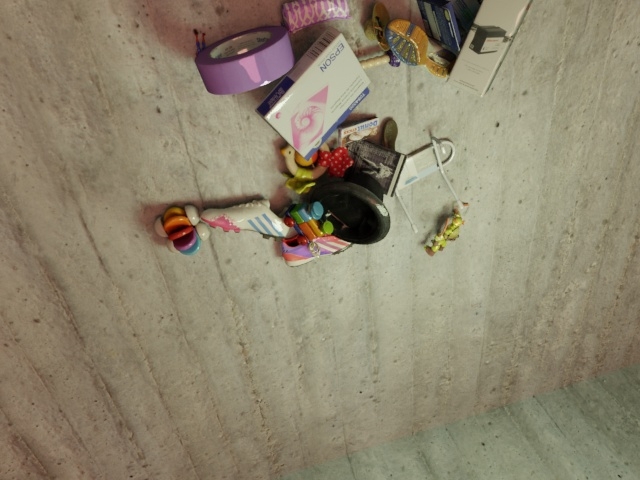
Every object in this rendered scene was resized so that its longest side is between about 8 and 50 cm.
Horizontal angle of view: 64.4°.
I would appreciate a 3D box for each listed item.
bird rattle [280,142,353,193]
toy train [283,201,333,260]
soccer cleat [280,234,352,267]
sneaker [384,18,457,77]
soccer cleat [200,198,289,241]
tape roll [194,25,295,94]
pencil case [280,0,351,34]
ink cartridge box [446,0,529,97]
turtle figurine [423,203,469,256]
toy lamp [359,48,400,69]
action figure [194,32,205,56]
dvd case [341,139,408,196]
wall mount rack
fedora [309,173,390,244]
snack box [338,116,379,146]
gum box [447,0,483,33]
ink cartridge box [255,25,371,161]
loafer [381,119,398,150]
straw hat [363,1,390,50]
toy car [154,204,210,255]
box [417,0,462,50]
[{"bbox_3d":[-0.026,-0.277,1.773,0.253,0.143,0.207,-32,110,1],"label":"bird rattle"},{"bbox_3d":[-0.010,-0.031,1.848,0.143,0.105,0.248,-12,121,43],"label":"toy train"},{"bbox_3d":[0.000,0.000,1.975,0.318,0.108,0.116,-19,122,-2],"label":"soccer cleat"},{"bbox_3d":[0.302,-0.620,1.639,0.296,0.131,0.112,20,115,-35],"label":"sneaker"},{"bbox_3d":[-0.262,-0.096,1.834,0.331,0.116,0.143,11,102,-26],"label":"soccer cleat"},{"bbox_3d":[-0.214,-0.518,1.454,0.275,0.275,0.090,-21,127,-4],"label":"tape roll"},{"bbox_3d":[-0.018,-0.684,1.522,0.206,0.086,0.088,-18,92,-4],"label":"pencil case"},{"bbox_3d":[0.532,-0.629,1.595,0.129,0.223,0.307,28,119,12],"label":"ink cartridge box"},{"bbox_3d":[0.529,-0.034,2.091,0.087,0.269,0.217,39,136,8],"label":"turtle figurine"},{"bbox_3d":[0.120,-0.569,1.653,0.274,0.080,0.080,-19,126,-9],"label":"toy lamp"},{"bbox_3d":[-0.358,-0.562,1.532,0.038,0.030,0.115,-11,127,-17],"label":"action figure"},{"bbox_3d":[0.185,-0.268,1.834,0.221,0.018,0.164,22,119,11],"label":"dvd case"},{"bbox_3d":[0.392,-0.215,1.940,0.350,0.130,0.304,-27,126,2],"label":"wall mount rack"},{"bbox_3d":[0.127,-0.132,1.833,0.152,0.334,0.334,-58,133,-30],"label":"fedora"},{"bbox_3d":[0.133,-0.380,1.771,0.178,0.022,0.064,-25,130,-32],"label":"snack box"},{"bbox_3d":[0.504,-0.799,1.645,0.184,0.041,0.157,-45,125,13],"label":"gum box"},{"bbox_3d":[0.006,-0.423,1.568,0.324,0.071,0.330,-48,145,4],"label":"ink cartridge box"},{"bbox_3d":[0.245,-0.365,1.846,0.056,0.050,0.148,-2,107,-21],"label":"loafer"},{"bbox_3d":[0.171,-0.669,1.608,0.061,0.144,0.144,0,136,34],"label":"straw hat"},{"bbox_3d":[-0.481,-0.023,1.780,0.159,0.136,0.182,-25,126,-1],"label":"toy car"},{"bbox_3d":[0.374,-0.676,1.570,0.036,0.225,0.136,-28,127,3],"label":"box"}]
